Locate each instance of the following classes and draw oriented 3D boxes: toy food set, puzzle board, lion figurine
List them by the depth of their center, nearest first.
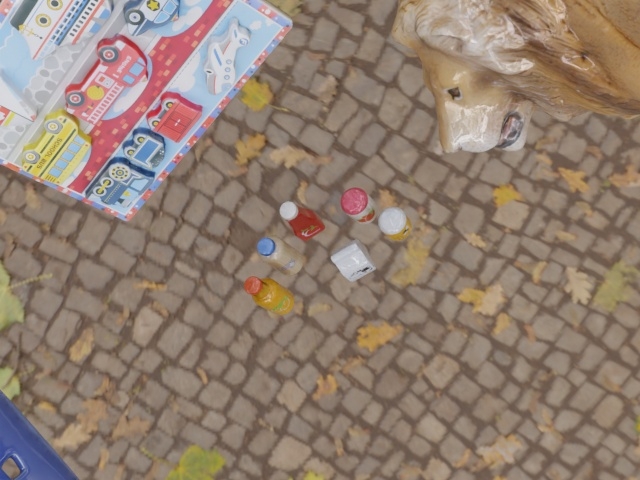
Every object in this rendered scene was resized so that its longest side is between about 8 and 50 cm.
[{"bbox_3d":[-0.087,-0.066,0.364,0.096,0.011,0.128,26,124,-31],"label":"puzzle board"},{"bbox_3d":[0.194,-0.119,0.404,0.240,0.392,0.142,24,76,-11],"label":"lion figurine"},{"bbox_3d":[0.000,0.000,1.211,0.232,0.104,0.111,-29,66,11],"label":"toy food set"}]

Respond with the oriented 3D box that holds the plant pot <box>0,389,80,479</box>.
[{"bbox_3d":[-0.428,0.315,0.975,0.236,0.212,0.236,-32,101,23],"label":"plant pot"}]
